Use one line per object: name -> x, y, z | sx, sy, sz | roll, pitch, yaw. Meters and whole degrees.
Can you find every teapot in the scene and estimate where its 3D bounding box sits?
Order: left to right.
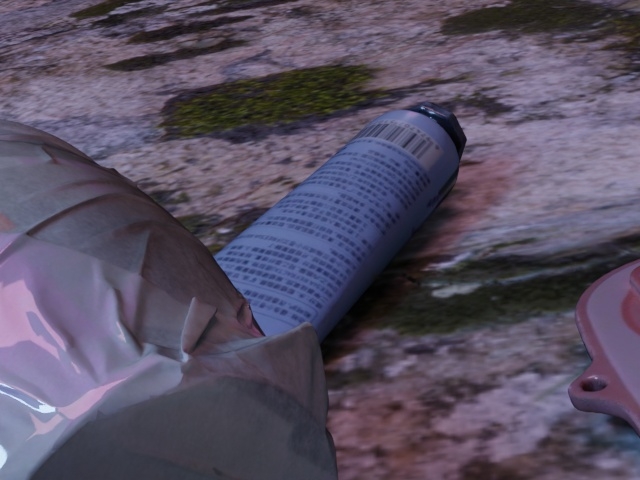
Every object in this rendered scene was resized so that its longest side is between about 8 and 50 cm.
teapot -> -0.106, 0.070, 0.362 | 0.222, 0.163, 0.178 | -23, 32, -30

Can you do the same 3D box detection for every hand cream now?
hand cream -> 0.000, 0.000, 0.644 | 0.091, 0.058, 0.271 | 14, 33, 24

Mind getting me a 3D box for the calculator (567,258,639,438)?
calculator -> 0.253, 0.025, 0.477 | 0.330, 0.048, 0.220 | -12, 22, 1
